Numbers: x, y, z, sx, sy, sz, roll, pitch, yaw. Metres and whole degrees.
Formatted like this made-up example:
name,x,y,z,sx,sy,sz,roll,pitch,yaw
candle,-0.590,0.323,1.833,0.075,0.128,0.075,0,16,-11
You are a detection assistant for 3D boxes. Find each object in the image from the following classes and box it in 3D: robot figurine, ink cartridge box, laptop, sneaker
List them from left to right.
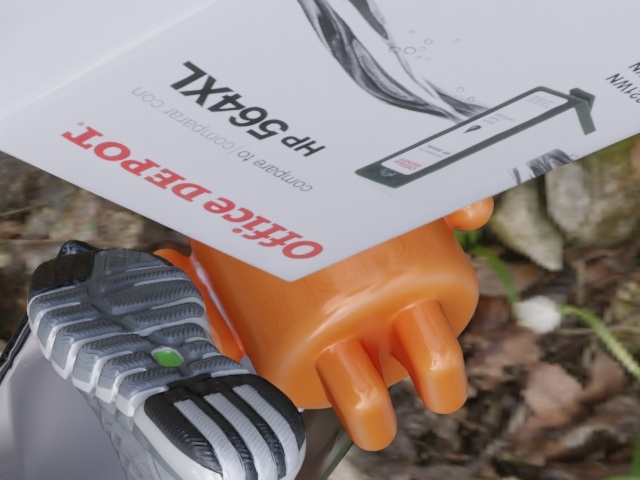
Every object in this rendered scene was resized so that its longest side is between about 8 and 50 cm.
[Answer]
name,x,y,z,sx,sy,sz,roll,pitch,yaw
sneaker,-0.081,0.100,0.866,0.086,0.228,0.132,-9,117,-22
laptop,-0.134,0.177,1.772,0.407,0.236,0.382,26,115,-15
robot figurine,0.002,-0.001,0.968,0.128,0.158,0.219,4,49,-49
ink cartridge box,0.023,-0.076,0.510,0.148,0.203,0.086,27,47,-49
